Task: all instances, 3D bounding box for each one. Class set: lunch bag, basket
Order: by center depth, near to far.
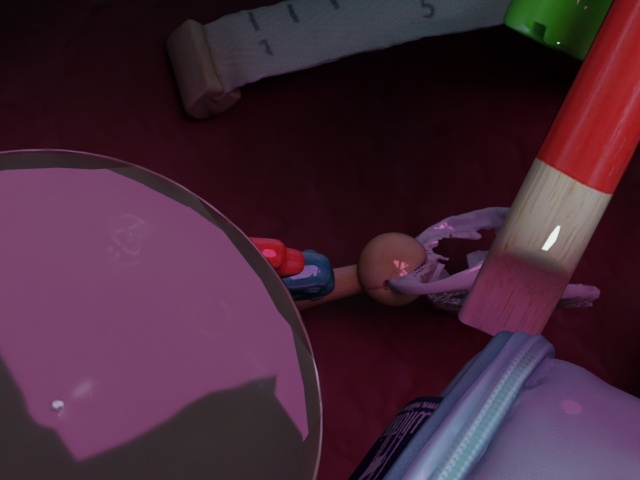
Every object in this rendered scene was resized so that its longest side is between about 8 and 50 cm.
[{"bbox_3d":[0.030,0.167,0.444,0.108,0.279,0.224,30,64,20],"label":"lunch bag"},{"bbox_3d":[-0.091,0.078,0.470,0.154,0.227,0.204,-28,80,-26],"label":"basket"}]

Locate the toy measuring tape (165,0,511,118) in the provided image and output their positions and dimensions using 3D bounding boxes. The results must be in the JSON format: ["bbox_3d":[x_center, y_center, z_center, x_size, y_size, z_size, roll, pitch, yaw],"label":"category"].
[{"bbox_3d":[0.104,-0.095,0.697,0.330,0.121,0.121,-17,73,-1],"label":"toy measuring tape"}]

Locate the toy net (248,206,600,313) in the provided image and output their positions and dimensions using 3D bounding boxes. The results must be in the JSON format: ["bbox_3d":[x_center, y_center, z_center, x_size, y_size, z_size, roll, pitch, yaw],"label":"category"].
[{"bbox_3d":[0.000,0.000,0.593,0.232,0.122,0.045,1,78,-17],"label":"toy net"}]

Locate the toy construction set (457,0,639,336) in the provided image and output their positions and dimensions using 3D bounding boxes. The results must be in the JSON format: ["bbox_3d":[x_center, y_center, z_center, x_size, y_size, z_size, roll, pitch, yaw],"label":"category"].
[{"bbox_3d":[0.158,0.042,0.534,0.309,0.257,0.237,21,100,-34],"label":"toy construction set"}]
